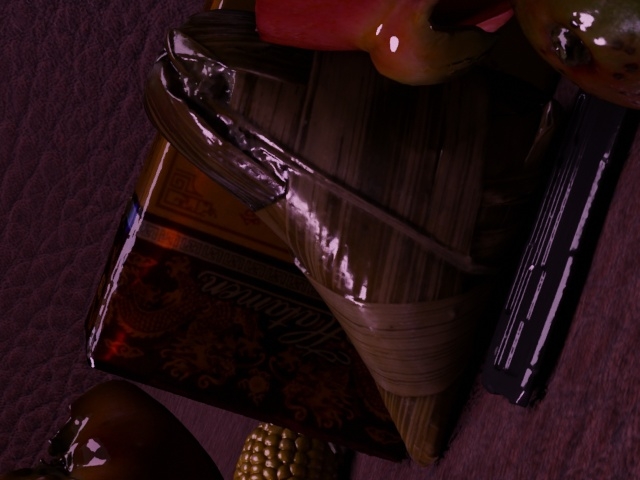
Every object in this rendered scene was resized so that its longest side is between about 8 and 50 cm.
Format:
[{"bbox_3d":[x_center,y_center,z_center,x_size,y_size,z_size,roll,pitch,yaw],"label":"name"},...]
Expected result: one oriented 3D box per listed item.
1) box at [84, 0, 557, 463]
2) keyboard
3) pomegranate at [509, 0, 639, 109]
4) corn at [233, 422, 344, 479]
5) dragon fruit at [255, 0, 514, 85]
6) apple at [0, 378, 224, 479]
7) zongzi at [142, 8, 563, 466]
[{"bbox_3d":[0.007,-0.063,1.349,0.116,0.264,0.415,-125,54,-76],"label":"box"},{"bbox_3d":[0.161,-0.021,1.153,0.106,0.016,0.262,-167,96,-80],"label":"keyboard"},{"bbox_3d":[0.187,-0.158,0.951,0.205,0.159,0.159,-48,-4,-34],"label":"pomegranate"},{"bbox_3d":[-0.043,0.270,1.500,0.091,0.091,0.260,109,174,-60],"label":"corn"},{"bbox_3d":[0.082,-0.245,1.097,0.305,0.226,0.305,-171,90,-88],"label":"dragon fruit"},{"bbox_3d":[-0.224,0.323,1.768,0.365,0.295,0.329,90,173,-46],"label":"apple"},{"bbox_3d":[0.000,0.000,1.241,0.134,0.286,0.288,-94,18,-76],"label":"zongzi"}]
